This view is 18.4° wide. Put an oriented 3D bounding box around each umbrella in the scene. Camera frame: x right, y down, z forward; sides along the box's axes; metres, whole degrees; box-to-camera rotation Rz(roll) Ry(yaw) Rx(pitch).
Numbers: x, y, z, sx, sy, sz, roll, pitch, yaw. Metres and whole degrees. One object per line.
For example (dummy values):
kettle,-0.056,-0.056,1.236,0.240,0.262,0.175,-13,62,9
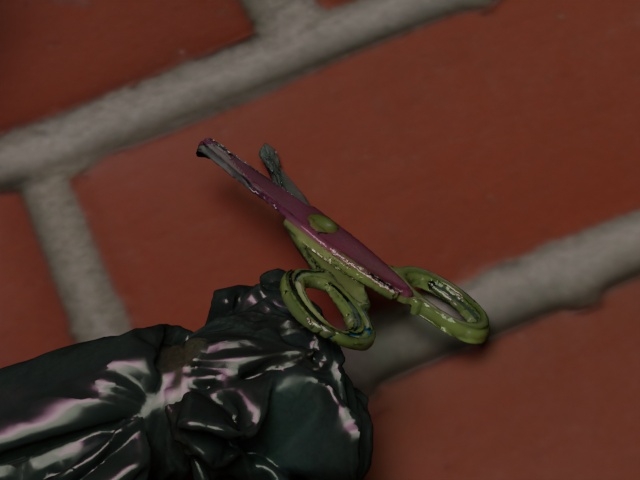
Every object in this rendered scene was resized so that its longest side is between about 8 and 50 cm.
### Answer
umbrella,-0.149,0.110,1.025,0.348,0.094,0.143,-14,46,-6

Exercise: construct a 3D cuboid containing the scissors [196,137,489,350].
scissors,0.000,0.000,1.085,0.133,0.020,0.187,2,35,-44
